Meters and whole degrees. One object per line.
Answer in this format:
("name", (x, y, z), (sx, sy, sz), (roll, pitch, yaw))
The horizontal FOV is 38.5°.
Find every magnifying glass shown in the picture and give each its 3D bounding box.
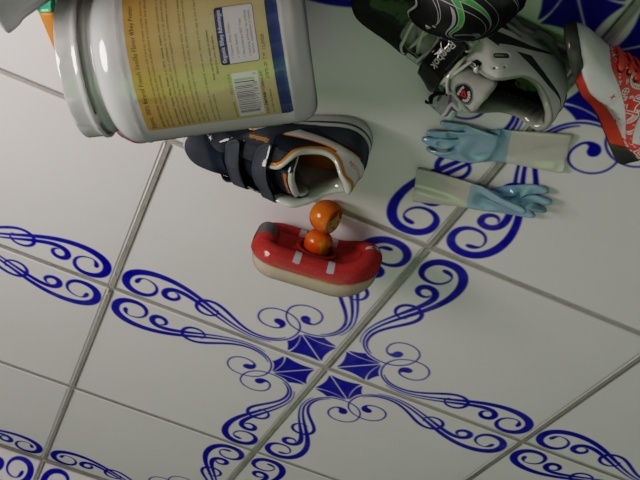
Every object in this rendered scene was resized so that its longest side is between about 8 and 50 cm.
("magnifying glass", (-0.417, -0.365, 1.367), (0.092, 0.026, 0.231), (2, 140, 13))

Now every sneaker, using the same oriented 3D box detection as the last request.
("sneaker", (0.193, -0.222, 1.356), (0.069, 0.038, 0.098), (29, 138, -19))
("sneaker", (0.191, -0.253, 1.239), (0.331, 0.146, 0.122), (21, 141, -8))
("sneaker", (0.440, -0.218, 1.254), (0.145, 0.090, 0.270), (-16, 136, 29))
("sneaker", (-0.083, -0.133, 1.474), (0.321, 0.127, 0.126), (0, 140, 17))

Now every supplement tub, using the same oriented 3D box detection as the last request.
("supplement tub", (-0.172, -0.252, 1.225), (0.316, 0.228, 0.228), (-7, 139, 1))

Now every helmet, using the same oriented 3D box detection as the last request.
("helmet", (0.178, -0.337, 1.120), (0.169, 0.169, 0.161), (8, 161, 7))

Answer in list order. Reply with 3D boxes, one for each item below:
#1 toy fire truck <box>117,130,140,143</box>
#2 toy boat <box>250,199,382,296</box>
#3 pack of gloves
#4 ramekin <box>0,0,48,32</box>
("toy fire truck", (-0.299, -0.254, 1.378), (0.047, 0.192, 0.135), (-7, 165, 24))
("toy boat", (0.000, 0.000, 1.620), (0.231, 0.151, 0.151), (16, 112, -4))
("pack of gloves", (0.269, -0.101, 1.474), (0.232, 0.046, 0.195), (8, 141, 6))
("ramekin", (-0.406, -0.409, 1.122), (0.135, 0.277, 0.277), (-32, 134, -7))
